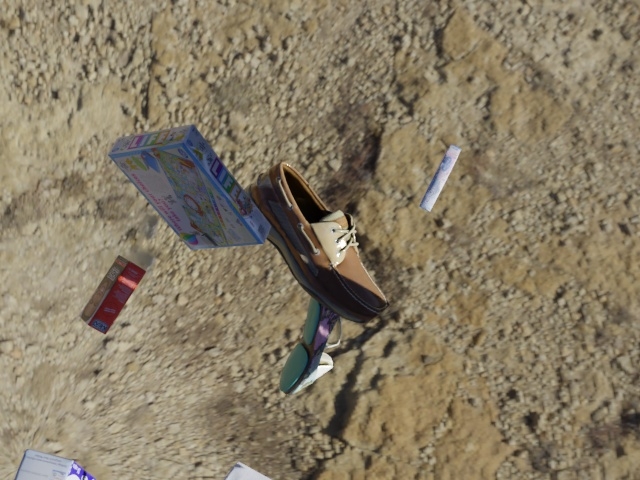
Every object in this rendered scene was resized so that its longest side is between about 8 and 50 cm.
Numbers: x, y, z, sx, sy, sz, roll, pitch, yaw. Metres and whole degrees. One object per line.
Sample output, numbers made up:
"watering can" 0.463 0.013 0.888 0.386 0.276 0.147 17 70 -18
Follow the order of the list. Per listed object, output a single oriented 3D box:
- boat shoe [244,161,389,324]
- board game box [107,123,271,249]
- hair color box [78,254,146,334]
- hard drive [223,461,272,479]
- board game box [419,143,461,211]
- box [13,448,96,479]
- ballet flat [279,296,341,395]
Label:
"boat shoe" 0.000 0.000 1.476 0.324 0.120 0.122 46 29 5
"board game box" -0.133 -0.051 0.890 0.154 0.103 0.026 55 43 -39
"hair color box" -0.395 0.102 1.632 0.043 0.072 0.141 36 81 -30
"hard drive" -0.072 0.594 1.619 0.353 0.047 0.233 23 50 20
"board game box" 0.176 -0.093 1.262 0.020 0.090 0.090 27 107 5
"box" -0.370 0.367 1.155 0.072 0.126 0.137 12 64 7
"ballet flat" -0.006 0.193 1.569 0.079 0.077 0.221 9 113 -26
